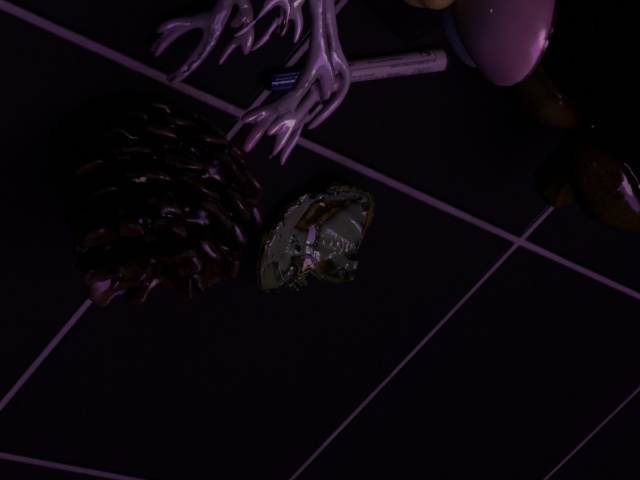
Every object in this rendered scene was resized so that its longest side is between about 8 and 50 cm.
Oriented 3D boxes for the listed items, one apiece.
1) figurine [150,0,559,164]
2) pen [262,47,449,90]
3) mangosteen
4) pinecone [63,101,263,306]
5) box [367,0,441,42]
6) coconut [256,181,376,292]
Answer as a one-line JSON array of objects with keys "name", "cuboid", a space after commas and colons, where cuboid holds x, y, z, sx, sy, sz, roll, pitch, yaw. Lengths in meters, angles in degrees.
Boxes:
[{"name": "figurine", "cuboid": [0.036, -0.208, 1.323, 0.316, 0.206, 0.284, 12, 112, -28]}, {"name": "pen", "cuboid": [0.037, -0.170, 1.520, 0.204, 0.025, 0.025, -10, 137, -26]}, {"name": "mangosteen", "cuboid": [0.390, -0.173, 1.539, 0.435, 0.382, 0.382, -10, 155, 33]}, {"name": "pinecone", "cuboid": [-0.144, -0.026, 1.402, 0.184, 0.204, 0.179, -7, 134, -7]}, {"name": "box", "cuboid": [0.106, -0.258, 1.471, 0.126, 0.027, 0.125, -40, 142, 9]}, {"name": "coconut", "cuboid": [-0.004, -0.003, 1.647, 0.158, 0.055, 0.133, -36, 144, 7]}]
